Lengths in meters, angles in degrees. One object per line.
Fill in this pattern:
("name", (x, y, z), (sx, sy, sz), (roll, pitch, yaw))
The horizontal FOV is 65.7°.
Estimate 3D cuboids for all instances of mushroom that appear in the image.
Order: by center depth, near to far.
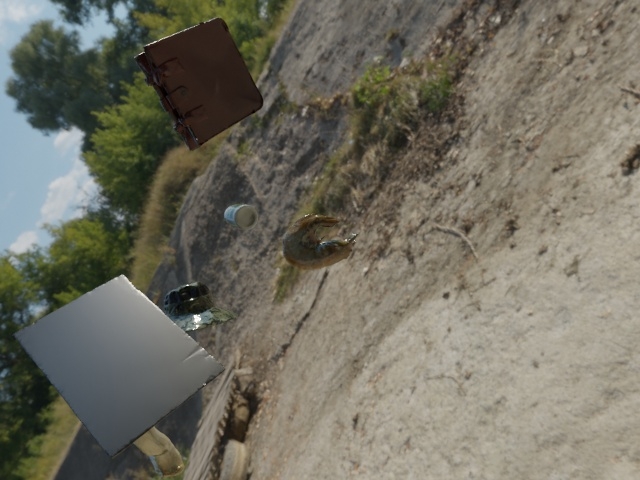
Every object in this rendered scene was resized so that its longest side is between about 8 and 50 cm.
("mushroom", (-0.326, 0.400, 0.966), (0.054, 0.059, 0.202), (-117, 9, -52))

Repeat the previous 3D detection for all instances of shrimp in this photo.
("shrimp", (0.001, 0.001, 1.179), (0.051, 0.187, 0.133), (-146, 45, -78))

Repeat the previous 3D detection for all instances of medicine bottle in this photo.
("medicine bottle", (-0.261, -0.078, 1.602), (0.130, 0.080, 0.080), (13, 75, 60))

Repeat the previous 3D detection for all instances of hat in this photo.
("hat", (-0.383, 0.189, 1.444), (0.265, 0.265, 0.129), (165, 93, -75))

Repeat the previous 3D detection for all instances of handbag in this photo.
("handbag", (-0.291, -0.393, 1.244), (0.084, 0.260, 0.275), (-6, 28, 41))

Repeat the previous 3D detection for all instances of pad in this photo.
("pad", (-0.322, 0.177, 0.789), (0.202, 0.299, 0.005), (-34, -37, -37))
